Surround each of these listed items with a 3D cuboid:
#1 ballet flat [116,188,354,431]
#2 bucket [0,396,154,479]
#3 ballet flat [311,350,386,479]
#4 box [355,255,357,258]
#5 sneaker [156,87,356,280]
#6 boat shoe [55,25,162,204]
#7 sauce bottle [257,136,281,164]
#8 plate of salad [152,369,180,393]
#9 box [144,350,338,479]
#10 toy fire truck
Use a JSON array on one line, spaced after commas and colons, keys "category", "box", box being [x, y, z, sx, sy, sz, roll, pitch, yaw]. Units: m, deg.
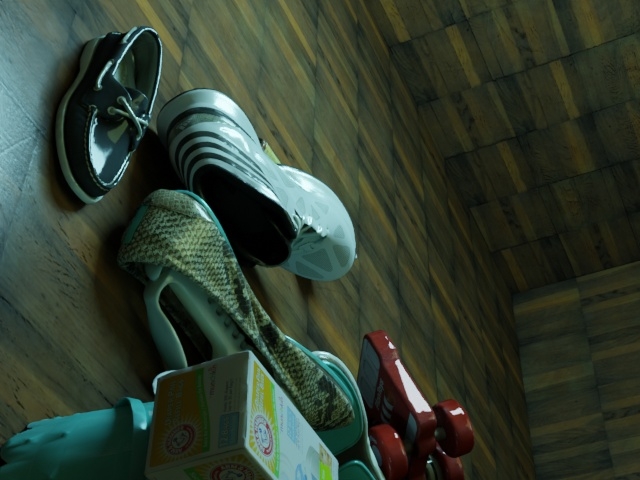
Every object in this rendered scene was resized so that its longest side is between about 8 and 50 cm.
[{"category": "ballet flat", "box": [-0.127, 0.151, 1.500, 0.483, 0.164, 0.182, 56, 46, -30]}, {"category": "bucket", "box": [-0.184, 0.291, 1.102, 0.281, 0.183, 0.281, -18, 90, -73]}, {"category": "ballet flat", "box": [0.018, 0.329, 1.800, 0.139, 0.139, 0.400, -77, 150, -57]}, {"category": "box", "box": [0.000, 0.000, 2.036, 0.087, 0.101, 0.102, 3, 72, -71]}, {"category": "sneaker", "box": [-0.075, -0.008, 1.648, 0.447, 0.169, 0.257, 43, 20, -41]}, {"category": "boat shoe", "box": [-0.267, -0.176, 1.420, 0.114, 0.091, 0.302, 54, 26, -45]}, {"category": "sauce bottle", "box": [-0.092, -0.134, 1.985, 0.128, 0.042, 0.042, 57, 24, -46]}, {"category": "plate of salad", "box": [-0.107, 0.201, 1.329, 0.048, 0.200, 0.200, -64, 165, 11]}, {"category": "box", "box": [-0.069, 0.216, 1.045, 0.114, 0.103, 0.203, -89, 155, -46]}, {"category": "toy fire truck", "box": [0.138, 0.337, 1.991, 0.302, 0.169, 0.254, 95, -27, -48]}]
